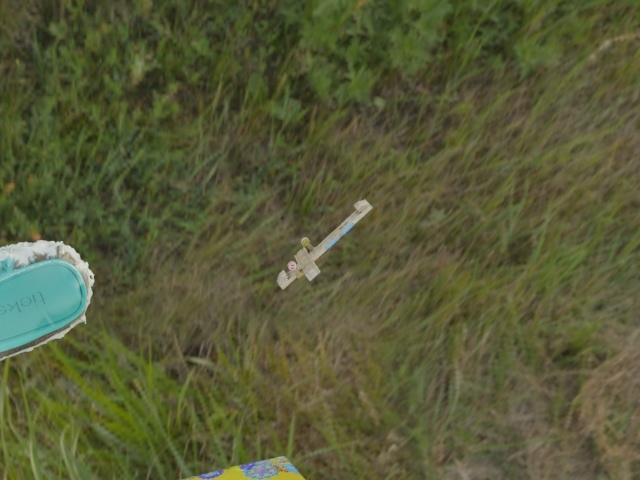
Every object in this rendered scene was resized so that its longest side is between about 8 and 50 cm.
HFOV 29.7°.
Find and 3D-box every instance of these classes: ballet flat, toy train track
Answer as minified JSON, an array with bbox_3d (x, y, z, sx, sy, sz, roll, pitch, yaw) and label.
[{"bbox_3d":[-0.433,0.098,1.235,0.408,0.147,0.147,-18,70,-27],"label":"ballet flat"},{"bbox_3d":[0.000,0.000,0.827,0.083,0.048,0.014,-42,114,3],"label":"toy train track"}]

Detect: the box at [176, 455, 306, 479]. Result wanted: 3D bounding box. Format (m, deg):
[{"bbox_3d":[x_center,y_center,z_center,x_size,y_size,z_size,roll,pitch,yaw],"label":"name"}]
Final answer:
[{"bbox_3d":[-0.122,0.400,1.350,0.289,0.279,0.177,-10,107,-19],"label":"box"}]
